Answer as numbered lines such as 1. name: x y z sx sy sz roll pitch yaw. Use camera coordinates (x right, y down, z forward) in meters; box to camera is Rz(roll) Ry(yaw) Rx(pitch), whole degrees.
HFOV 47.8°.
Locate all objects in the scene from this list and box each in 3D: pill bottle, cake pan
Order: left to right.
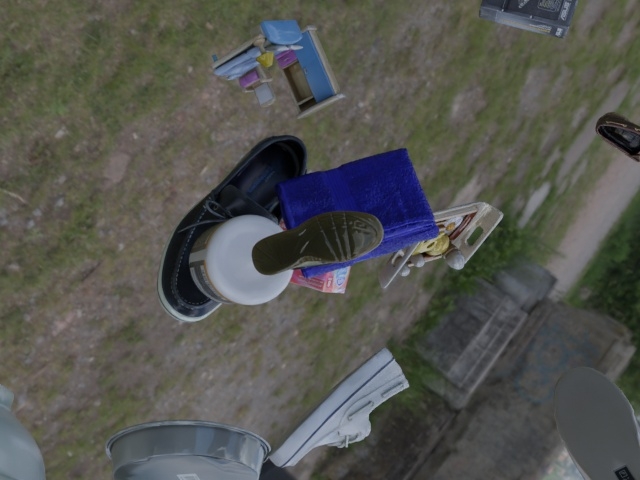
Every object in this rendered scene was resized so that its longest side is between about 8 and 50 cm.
1. cake pan: -0.235 0.396 1.278 0.293 0.054 0.293 -2 144 -1
2. pill bottle: -0.163 0.042 1.377 0.162 0.162 0.278 -46 -169 -16

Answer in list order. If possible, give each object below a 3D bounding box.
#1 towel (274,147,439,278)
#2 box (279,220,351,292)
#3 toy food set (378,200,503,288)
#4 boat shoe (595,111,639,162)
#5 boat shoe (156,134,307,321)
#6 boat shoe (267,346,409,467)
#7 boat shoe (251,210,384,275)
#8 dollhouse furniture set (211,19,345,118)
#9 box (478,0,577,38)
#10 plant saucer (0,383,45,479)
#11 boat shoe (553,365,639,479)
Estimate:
1. towel: 0.075 -0.067 1.519 0.308 0.227 0.076 -17 161 -8
2. box: -0.077 0.031 1.889 0.142 0.300 0.154 12 93 -64
3. toy food set: 0.311 0.020 1.856 0.306 0.092 0.219 -14 148 -38
4. boat shoe: 0.674 -0.198 1.514 0.073 0.207 0.073 -39 153 -52
5. boat shoe: -0.184 -0.045 1.579 0.500 0.187 0.156 -56 -167 -24
6. boat shoe: 0.037 0.269 1.100 0.267 0.088 0.096 -33 171 -41
7. boat shoe: 0.000 0.001 1.130 0.224 0.080 0.073 -16 -179 24
8. dollhouse furniture set: -0.136 -0.387 1.780 0.286 0.198 0.303 -21 -177 33
9. box: 0.443 -0.545 1.461 0.056 0.183 0.231 32 76 -78
10. plant saucer: -0.454 0.161 0.778 0.400 0.401 0.100 70 41 -59
11. boat shoe: 0.481 0.379 1.157 0.127 0.340 0.158 -23 141 10
